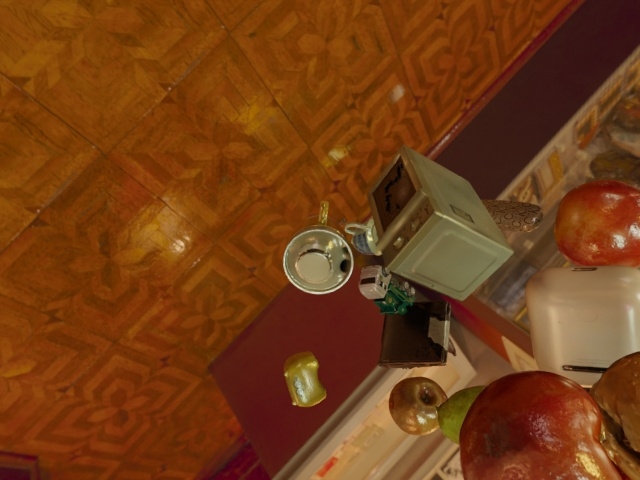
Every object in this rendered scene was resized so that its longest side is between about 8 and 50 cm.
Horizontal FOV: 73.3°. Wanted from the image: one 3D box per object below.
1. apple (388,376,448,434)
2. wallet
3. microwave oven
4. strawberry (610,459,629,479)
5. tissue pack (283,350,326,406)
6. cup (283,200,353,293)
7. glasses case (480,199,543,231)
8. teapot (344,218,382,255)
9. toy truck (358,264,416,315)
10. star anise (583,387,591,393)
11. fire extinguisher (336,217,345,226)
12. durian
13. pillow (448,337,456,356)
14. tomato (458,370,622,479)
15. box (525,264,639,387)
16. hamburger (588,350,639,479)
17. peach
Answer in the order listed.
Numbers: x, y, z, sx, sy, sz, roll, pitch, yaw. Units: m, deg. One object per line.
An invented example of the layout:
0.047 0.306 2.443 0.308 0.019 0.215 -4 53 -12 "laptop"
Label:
0.362 0.613 1.605 0.210 0.211 0.188 -14 143 -33 "apple"
0.313 0.317 1.456 0.071 0.262 0.221 38 54 -32 "wallet"
0.294 -0.046 1.162 0.286 0.355 0.219 24 122 -21 "microwave oven"
0.644 0.586 0.977 0.276 0.258 0.257 -36 142 19 "strawberry"
-0.063 0.499 1.543 0.127 0.123 0.179 -16 96 -15 "tissue pack"
0.000 0.000 1.211 0.185 0.226 0.242 8 108 -1 "cup"
0.789 -0.111 1.896 0.137 0.354 0.085 -54 129 -22 "glasses case"
0.191 -0.008 1.845 0.159 0.159 0.232 -49 130 0 "teapot"
0.220 0.176 1.434 0.216 0.110 0.116 40 54 -32 "toy truck"
0.888 0.542 1.482 0.331 0.117 0.332 -1 90 -68 "star anise"
0.053 -0.055 1.522 0.083 0.028 0.022 -25 165 -3 "fire extinguisher"
0.518 0.541 1.263 0.205 0.339 0.256 -70 173 -48 "durian"
0.491 0.397 1.673 0.043 0.118 0.185 -37 163 7 "pillow"
0.276 0.289 0.582 0.139 0.233 0.200 29 132 -33 "tomato"
0.705 0.230 1.124 0.141 0.288 0.349 -42 120 -53 "box"
0.631 0.321 0.716 0.283 0.304 0.174 -7 124 -27 "hamburger"
1.108 -0.050 1.649 0.388 0.388 0.389 -22 132 -27 "peach"
